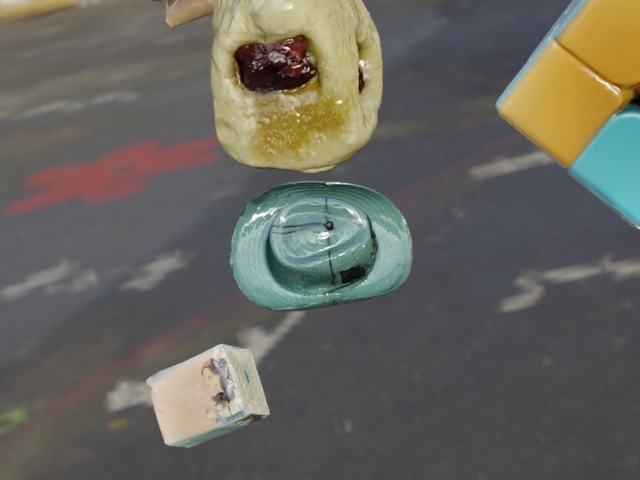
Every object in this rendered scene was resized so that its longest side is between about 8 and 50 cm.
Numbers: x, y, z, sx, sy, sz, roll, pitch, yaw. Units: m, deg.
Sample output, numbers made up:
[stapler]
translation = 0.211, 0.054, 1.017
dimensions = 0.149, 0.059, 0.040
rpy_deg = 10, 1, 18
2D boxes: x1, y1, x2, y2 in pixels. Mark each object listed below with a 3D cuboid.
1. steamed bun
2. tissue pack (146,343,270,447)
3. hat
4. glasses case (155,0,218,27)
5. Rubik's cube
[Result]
[steamed bun]
translation = -0.025, -0.162, 1.488
dimensions = 0.141, 0.155, 0.172
rpy_deg = -3, 42, 7
[tissue pack]
translation = -0.105, 0.145, 1.687
dimensions = 0.094, 0.074, 0.059
rpy_deg = -25, -16, 24
[hat]
translation = 0.000, 0.000, 1.853
dimensions = 0.191, 0.138, 0.078
rpy_deg = -6, -22, -1
[glasses case]
translation = -0.188, -0.374, 2.376
dimensions = 0.102, 0.070, 0.193
rpy_deg = -16, 56, 22
[Rubik's cube]
translation = 0.387, -0.178, 1.843
dimensions = 0.291, 0.291, 0.290
rpy_deg = -52, 0, 22
